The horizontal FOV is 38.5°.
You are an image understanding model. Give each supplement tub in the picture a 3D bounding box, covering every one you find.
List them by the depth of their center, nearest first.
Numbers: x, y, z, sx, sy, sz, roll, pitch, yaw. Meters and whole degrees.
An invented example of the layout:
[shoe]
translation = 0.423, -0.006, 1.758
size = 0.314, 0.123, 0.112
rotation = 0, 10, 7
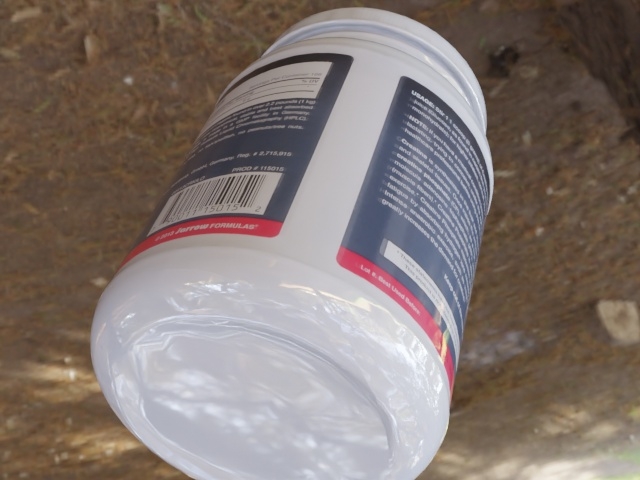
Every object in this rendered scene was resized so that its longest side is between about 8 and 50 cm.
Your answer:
[supplement tub]
translation = 0.000, 0.000, 0.550
size = 0.191, 0.272, 0.191
rotation = 10, 134, 11
